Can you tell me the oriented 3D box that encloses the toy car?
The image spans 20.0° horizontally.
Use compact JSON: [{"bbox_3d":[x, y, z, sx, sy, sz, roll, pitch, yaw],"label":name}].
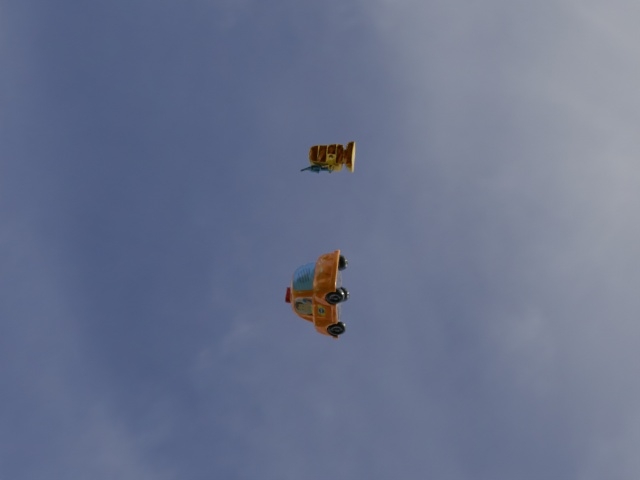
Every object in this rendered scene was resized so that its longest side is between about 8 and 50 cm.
[{"bbox_3d":[0.000,0.000,1.174,0.040,0.060,0.122,2,-115,5],"label":"toy car"}]
